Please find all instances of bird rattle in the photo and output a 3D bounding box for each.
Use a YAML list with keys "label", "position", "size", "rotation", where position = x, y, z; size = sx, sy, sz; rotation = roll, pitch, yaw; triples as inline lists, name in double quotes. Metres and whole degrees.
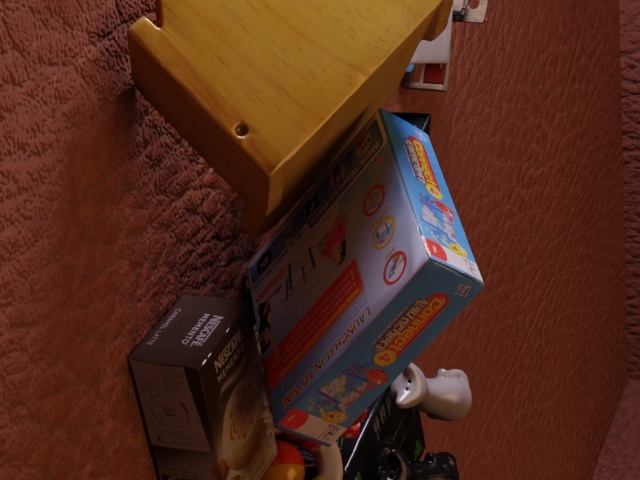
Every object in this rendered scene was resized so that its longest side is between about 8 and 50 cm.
- label: "bird rattle"
  position: [-0.029, 0.301, 1.848]
  size: [0.143, 0.207, 0.253]
  rotation: [135, -51, -79]

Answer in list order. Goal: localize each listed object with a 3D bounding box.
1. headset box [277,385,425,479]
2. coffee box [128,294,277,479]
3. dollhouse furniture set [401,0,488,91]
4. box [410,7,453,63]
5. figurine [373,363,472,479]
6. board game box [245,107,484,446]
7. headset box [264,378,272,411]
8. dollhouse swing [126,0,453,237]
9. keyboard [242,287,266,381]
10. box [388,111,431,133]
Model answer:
- label: "headset box"
  position: [0.053, 0.324, 2.115]
  size: [0.283, 0.131, 0.246]
  rotation: [-59, 148, -42]
- label: "coffee box"
  position: [-0.141, 0.210, 1.691]
  size: [0.141, 0.098, 0.246]
  rotation: [-55, 144, -48]
- label: "dollhouse furniture set"
  position: [0.192, -0.343, 2.230]
  size: [0.129, 0.129, 0.184]
  rotation: [0, 96, -66]
- label: "box"
  position: [0.111, -0.317, 2.057]
  size: [0.170, 0.130, 0.091]
  rotation: [-16, 112, -63]
- label: "figurine"
  position: [0.148, 0.291, 2.059]
  size: [0.209, 0.092, 0.215]
  rotation: [24, 74, -62]
- label: "board game box"
  position: [0.042, 0.043, 1.686]
  size: [0.086, 0.308, 0.302]
  rotation: [25, 31, -29]
- label: "headset box"
  position: [-0.072, 0.228, 1.932]
  size: [0.083, 0.032, 0.062]
  rotation: [-34, 127, -58]
- label: "dollhouse swing"
  position: [-0.054, -0.222, 1.660]
  size: [0.315, 0.305, 0.347]
  rotation: [45, 70, -8]
- label: "keyboard"
  position: [-0.091, 0.148, 1.853]
  size: [0.100, 0.038, 0.192]
  rotation: [35, 62, -23]
- label: "box"
  position: [0.112, -0.094, 2.077]
  size: [0.261, 0.103, 0.184]
  rotation: [-55, 145, -77]
